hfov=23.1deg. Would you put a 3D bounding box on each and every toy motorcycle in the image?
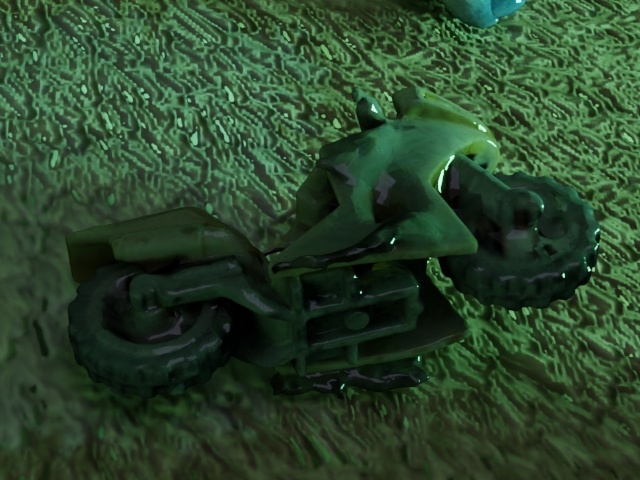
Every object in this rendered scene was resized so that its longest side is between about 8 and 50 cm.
[{"bbox_3d":[0.000,-0.001,0.679,0.229,0.094,0.129,-13,48,-10],"label":"toy motorcycle"}]

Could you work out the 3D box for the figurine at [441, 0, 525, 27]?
[{"bbox_3d":[0.081,-0.177,0.859,0.114,0.079,0.114,12,66,-28],"label":"figurine"}]
